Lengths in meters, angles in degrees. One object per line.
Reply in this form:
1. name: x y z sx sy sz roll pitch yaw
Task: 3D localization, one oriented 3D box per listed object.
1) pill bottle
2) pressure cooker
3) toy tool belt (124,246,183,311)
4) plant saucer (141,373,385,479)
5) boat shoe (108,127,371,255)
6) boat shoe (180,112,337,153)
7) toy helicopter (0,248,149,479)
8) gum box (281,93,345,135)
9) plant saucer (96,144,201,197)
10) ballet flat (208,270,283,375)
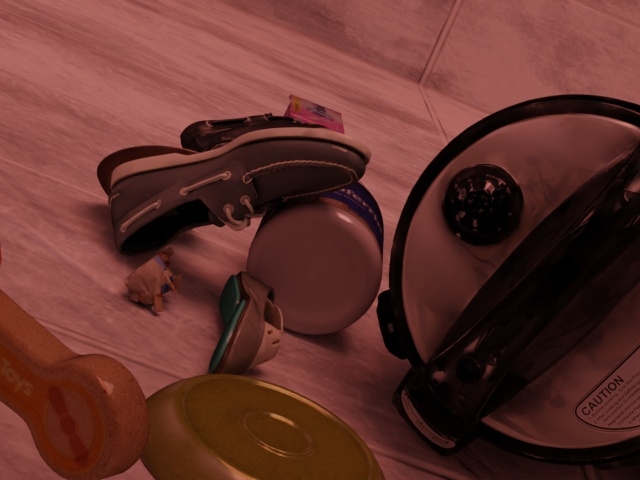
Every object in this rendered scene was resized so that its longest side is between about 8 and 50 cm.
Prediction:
1. pill bottle: 0.000 0.000 1.401 0.153 0.153 0.264 23 16 -4
2. pressure cooker: 0.259 0.042 1.196 0.376 0.369 0.420 1 -1 18
3. toy tool belt: -0.171 0.045 1.233 0.051 0.052 0.083 55 20 -5
4. plant saucer: -0.042 0.179 1.001 0.241 0.037 0.241 21 18 -7
5. boat shoe: -0.093 -0.046 1.271 0.320 0.099 0.116 -8 -27 24
6. boat shoe: -0.088 -0.142 1.761 0.113 0.127 0.340 44 33 20
7. toy helicopter: -0.248 0.035 0.820 0.355 0.235 0.140 32 18 25
8. gum box: -0.018 -0.211 2.168 0.107 0.062 0.188 21 17 -8
9. plant saucer: -0.186 -0.061 1.400 0.168 0.168 0.029 16 62 -24
10. ballet flat: -0.069 0.089 1.183 0.068 0.072 0.213 25 16 -10
